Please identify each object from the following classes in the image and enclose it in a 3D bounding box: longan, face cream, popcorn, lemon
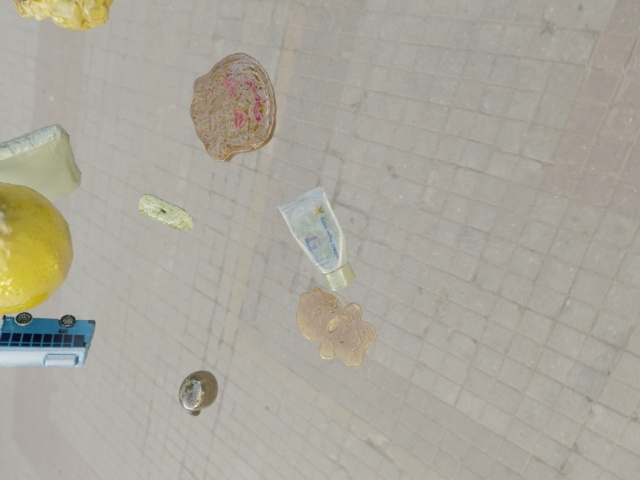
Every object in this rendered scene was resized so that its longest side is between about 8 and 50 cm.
[{"bbox_3d":[-0.318,0.399,1.123,0.106,0.106,0.120,13,90,34],"label":"longan"},{"bbox_3d":[0.000,0.000,0.970,0.114,0.070,0.224,-23,103,16],"label":"face cream"},{"bbox_3d":[-0.418,-0.433,0.696,0.179,0.170,0.180,10,125,15],"label":"popcorn"},{"bbox_3d":[-0.624,0.019,0.851,0.245,0.245,0.320,57,150,17],"label":"lemon"}]

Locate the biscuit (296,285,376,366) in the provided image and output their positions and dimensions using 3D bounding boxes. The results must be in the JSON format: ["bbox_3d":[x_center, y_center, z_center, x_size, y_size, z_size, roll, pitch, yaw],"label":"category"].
[{"bbox_3d":[0.031,0.219,1.111,0.225,0.036,0.166,32,79,8],"label":"biscuit"}]

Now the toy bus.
[{"bbox_3d":[-0.618,0.231,0.977,0.090,0.184,0.106,-58,36,37],"label":"toy bus"}]

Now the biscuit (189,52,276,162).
[{"bbox_3d":[-0.242,-0.368,1.187,0.257,0.049,0.273,-20,82,15],"label":"biscuit"}]

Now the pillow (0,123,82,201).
[{"bbox_3d":[-0.834,-0.196,1.250,0.120,0.255,0.322,56,152,4],"label":"pillow"}]

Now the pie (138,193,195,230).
[{"bbox_3d":[-0.654,-0.108,1.844,0.201,0.247,0.090,-31,37,65],"label":"pie"}]
